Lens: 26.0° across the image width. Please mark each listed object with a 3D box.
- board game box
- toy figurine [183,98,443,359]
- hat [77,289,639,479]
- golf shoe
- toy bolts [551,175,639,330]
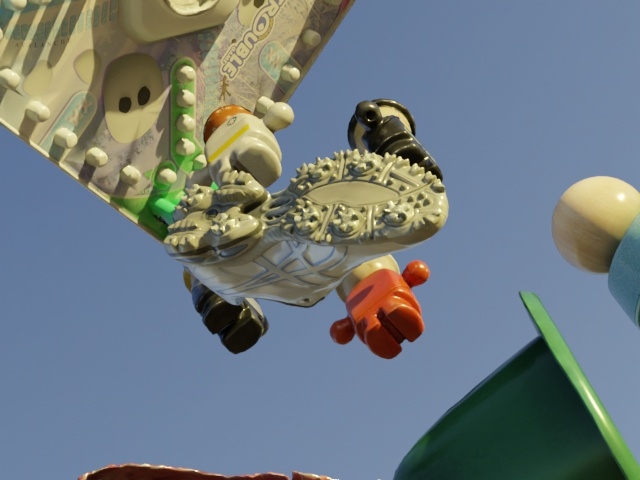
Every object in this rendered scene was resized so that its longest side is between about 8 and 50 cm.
[{"bbox_3d":[-0.102,-0.221,1.124,0.390,0.050,0.390,-57,-39,-7],"label":"board game box"},{"bbox_3d":[-0.010,-0.015,1.153,0.209,0.148,0.213,0,-69,-10],"label":"toy figurine"},{"bbox_3d":[0.047,0.132,0.573,0.183,0.208,0.173,-30,-3,5],"label":"hat"},{"bbox_3d":[0.000,0.000,0.801,0.086,0.176,0.069,59,-141,-39],"label":"golf shoe"},{"bbox_3d":[0.231,0.036,0.879,0.228,0.158,0.218,5,-66,-59],"label":"toy bolts"}]
